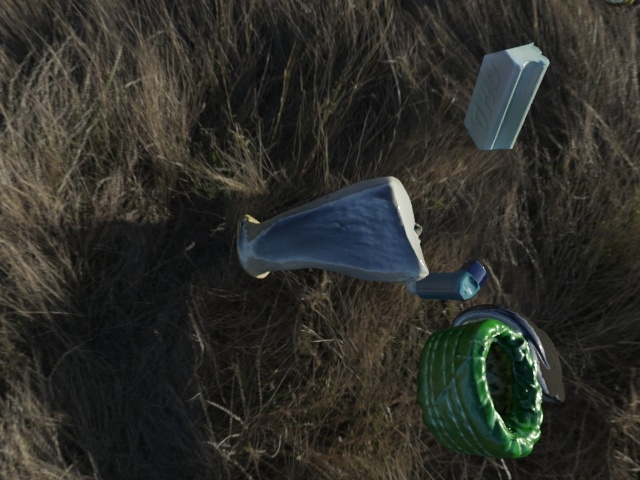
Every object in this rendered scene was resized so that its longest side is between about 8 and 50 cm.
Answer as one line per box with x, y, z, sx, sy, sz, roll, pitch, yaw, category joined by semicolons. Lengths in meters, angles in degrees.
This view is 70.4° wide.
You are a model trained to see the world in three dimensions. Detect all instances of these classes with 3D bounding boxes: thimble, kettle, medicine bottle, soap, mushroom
0.161;0.147;0.464;0.118;0.090;0.130;40;52;-19;thimble
0.351;0.241;0.941;0.161;0.236;0.221;-23;88;-45;kettle
0.391;0.132;1.432;0.079;0.258;0.124;47;61;-21;medicine bottle
0.497;-0.399;1.251;0.095;0.290;0.173;-7;53;-6;soap
0.000;0.000;0.710;0.328;0.122;0.159;-10;53;26;mushroom

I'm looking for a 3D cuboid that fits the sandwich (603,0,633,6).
0.476;-0.433;0.728;0.035;0.093;0.105;-20;121;-27;sandwich

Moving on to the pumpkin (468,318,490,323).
0.512;0.280;1.383;0.217;0.217;0.110;-1;74;2;pumpkin
